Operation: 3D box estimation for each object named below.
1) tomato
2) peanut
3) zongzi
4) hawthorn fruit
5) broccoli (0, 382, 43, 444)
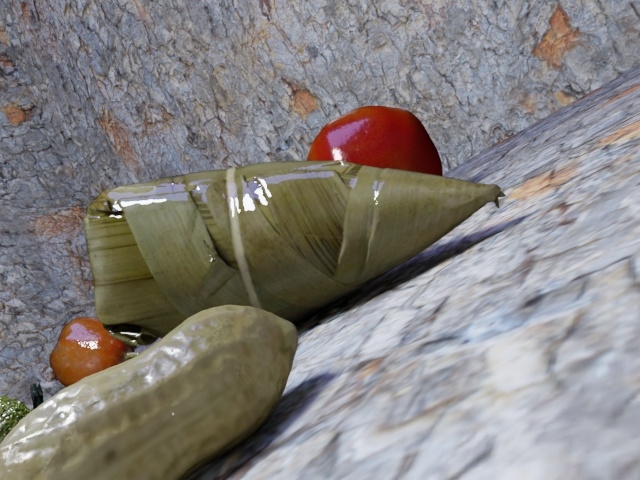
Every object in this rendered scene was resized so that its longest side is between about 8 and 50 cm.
[{"bbox_3d":[0.106,-0.126,1.193,0.298,0.298,0.226,-30,42,16],"label":"tomato"},{"bbox_3d":[-0.100,0.109,0.361,0.214,0.090,0.098,-28,-10,-33],"label":"peanut"},{"bbox_3d":[0.002,0.022,0.824,0.467,0.218,0.500,-4,-5,12],"label":"zongzi"},{"bbox_3d":[-0.581,0.301,1.542,0.251,0.199,0.199,-4,11,19],"label":"hawthorn fruit"},{"bbox_3d":[-0.302,0.210,0.539,0.130,0.131,0.120,-32,-39,7],"label":"broccoli"}]
